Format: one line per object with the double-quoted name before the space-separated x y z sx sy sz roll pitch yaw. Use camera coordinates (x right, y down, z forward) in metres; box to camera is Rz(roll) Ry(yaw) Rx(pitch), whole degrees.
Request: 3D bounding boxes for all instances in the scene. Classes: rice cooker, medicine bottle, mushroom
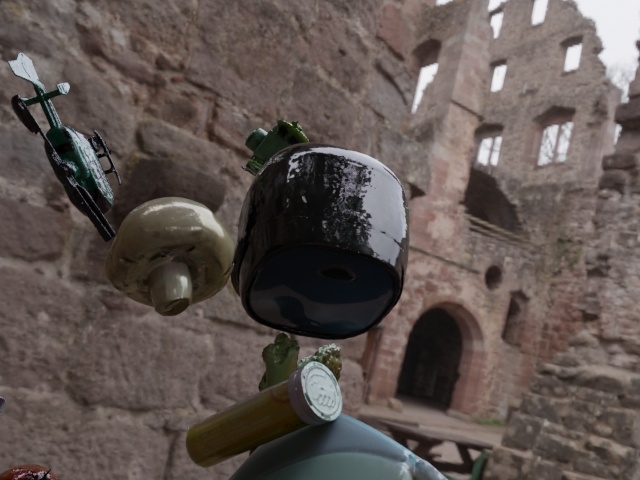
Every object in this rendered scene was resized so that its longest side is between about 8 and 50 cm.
"rice cooker" 0.000 0.000 0.934 0.267 0.224 0.267 -1 -41 0
"medicine bottle" -0.077 0.225 0.813 0.218 0.073 0.074 -32 -35 29
"mushroom" -0.172 0.024 0.740 0.154 0.122 0.154 -10 -34 -7

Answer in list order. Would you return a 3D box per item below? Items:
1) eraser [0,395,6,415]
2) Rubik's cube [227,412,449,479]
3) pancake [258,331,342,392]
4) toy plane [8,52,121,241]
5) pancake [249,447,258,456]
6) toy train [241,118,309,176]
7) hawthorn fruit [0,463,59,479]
"eraser" -0.462 0.213 0.824 0.026 0.065 0.105 13 -20 39
"Rubik's cube" 0.041 0.435 0.743 0.352 0.347 0.351 45 -17 -13
"pancake" -0.011 0.253 1.023 0.054 0.197 0.376 18 -21 27
"toy plane" -0.499 -0.183 1.276 0.107 0.381 0.155 -17 19 4
"pancake" -0.067 0.499 1.511 0.245 0.265 0.057 29 10 34
"toy train" -0.054 -0.162 1.508 0.272 0.159 0.188 36 -2 -3
"hawthorn fruit" -0.569 0.517 1.248 0.181 0.235 0.181 41 16 -14
